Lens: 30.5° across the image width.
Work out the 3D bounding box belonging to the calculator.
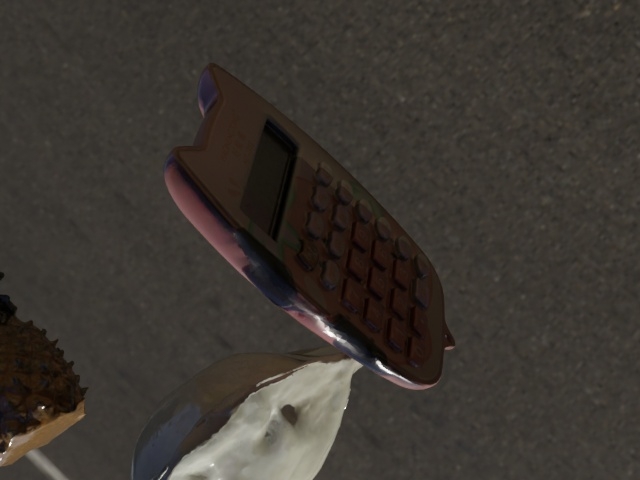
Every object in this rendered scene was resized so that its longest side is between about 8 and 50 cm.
[{"bbox_3d":[0.000,0.000,1.020,0.330,0.220,0.048,40,119,-19],"label":"calculator"}]

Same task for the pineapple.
[{"bbox_3d":[-0.429,0.094,1.393,0.364,0.165,0.165,52,154,10],"label":"pineapple"}]

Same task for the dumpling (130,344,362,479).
[{"bbox_3d":[-0.086,0.209,1.252,0.260,0.341,0.181,72,-175,-79],"label":"dumpling"}]
